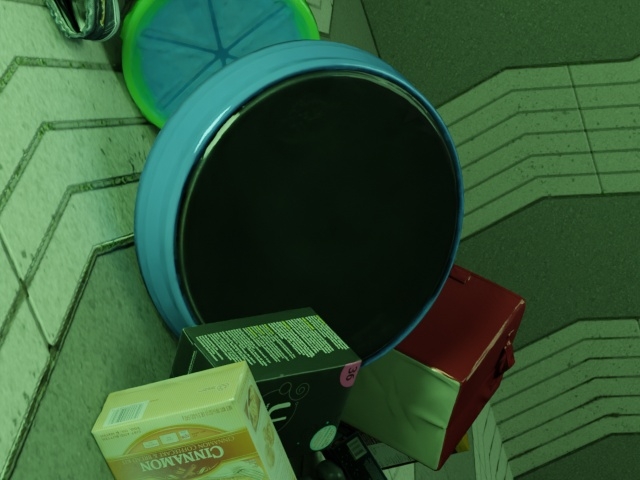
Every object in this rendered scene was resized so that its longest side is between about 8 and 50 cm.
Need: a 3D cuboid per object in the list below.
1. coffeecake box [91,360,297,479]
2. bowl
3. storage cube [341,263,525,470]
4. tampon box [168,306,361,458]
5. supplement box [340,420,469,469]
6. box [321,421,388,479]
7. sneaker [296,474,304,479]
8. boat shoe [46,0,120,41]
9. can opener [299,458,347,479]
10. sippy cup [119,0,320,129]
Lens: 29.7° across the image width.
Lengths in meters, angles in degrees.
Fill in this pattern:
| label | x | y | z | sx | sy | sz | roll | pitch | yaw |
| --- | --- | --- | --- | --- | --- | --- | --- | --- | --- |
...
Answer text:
| label | x | y | z | sx | sy | sz | roll | pitch | yaw |
| --- | --- | --- | --- | --- | --- | --- | --- | --- | --- |
| coffeecake box | -0.107 | 0.220 | 1.130 | 0.068 | 0.142 | 0.185 | -75 | 147 | -63 |
| bowl | -0.008 | -0.022 | 1.335 | 0.077 | 0.391 | 0.391 | 29 | -34 | 57 |
| storage cube | 0.138 | 0.154 | 1.623 | 0.193 | 0.215 | 0.183 | -44 | 153 | -43 |
| tampon box | -0.061 | 0.152 | 1.230 | 0.101 | 0.161 | 0.120 | 44 | -52 | 40 |
| supplement box | 0.116 | 0.243 | 1.918 | 0.129 | 0.194 | 0.191 | 60 | 19 | -47 |
| box | 0.076 | 0.364 | 1.690 | 0.233 | 0.044 | 0.159 | 58 | -11 | -5 |
| sneaker | -0.019 | 0.337 | 1.458 | 0.267 | 0.101 | 0.106 | 46 | 29 | -65 |
| boat shoe | -0.259 | -0.298 | 1.263 | 0.083 | 0.065 | 0.183 | -46 | 120 | -77 |
| can opener | 0.030 | 0.411 | 1.699 | 0.095 | 0.076 | 0.283 | 36 | -24 | 54 |
| sippy cup | -0.127 | -0.265 | 1.482 | 0.240 | 0.305 | 0.224 | 19 | 27 | -19 |
